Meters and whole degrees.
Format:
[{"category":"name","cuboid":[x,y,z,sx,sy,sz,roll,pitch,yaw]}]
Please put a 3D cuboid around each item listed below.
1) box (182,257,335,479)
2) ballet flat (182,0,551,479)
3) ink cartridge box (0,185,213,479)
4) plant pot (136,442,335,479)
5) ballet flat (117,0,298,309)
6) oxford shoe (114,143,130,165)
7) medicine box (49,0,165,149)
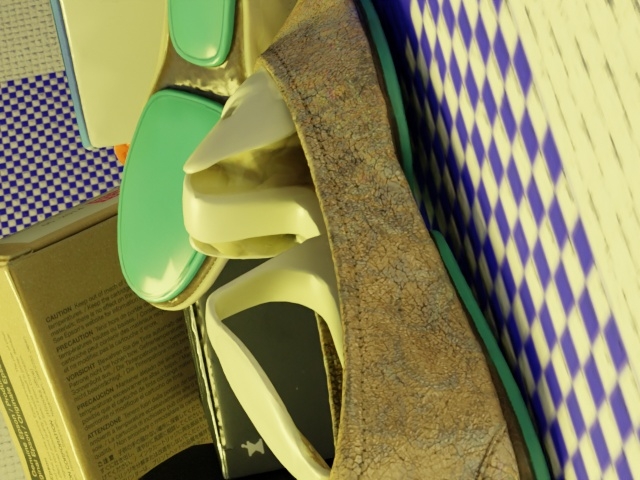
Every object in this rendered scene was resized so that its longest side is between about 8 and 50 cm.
[{"category":"box","cuboid":[-0.029,0.040,0.911,0.207,0.108,0.153,-140,39,-78]},{"category":"ballet flat","cuboid":[0.000,0.000,0.613,0.108,0.106,0.316,87,170,-47]},{"category":"ink cartridge box","cuboid":[-0.116,0.059,1.041,0.088,0.234,0.193,-3,109,48]},{"category":"plant pot","cuboid":[-0.019,0.205,0.876,0.167,0.188,0.187,-81,-18,-71]},{"category":"ballet flat","cuboid":[-0.042,-0.082,0.751,0.086,0.086,0.248,-114,33,-62]},{"category":"oxford shoe","cuboid":[-0.120,-0.124,1.335,0.364,0.130,0.133,102,164,-70]},{"category":"medicine box","cuboid":[-0.101,-0.247,0.857,0.289,0.149,0.263,-107,9,-46]}]
